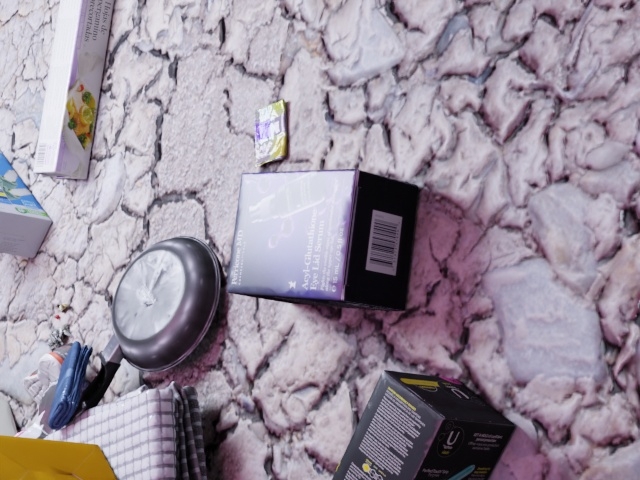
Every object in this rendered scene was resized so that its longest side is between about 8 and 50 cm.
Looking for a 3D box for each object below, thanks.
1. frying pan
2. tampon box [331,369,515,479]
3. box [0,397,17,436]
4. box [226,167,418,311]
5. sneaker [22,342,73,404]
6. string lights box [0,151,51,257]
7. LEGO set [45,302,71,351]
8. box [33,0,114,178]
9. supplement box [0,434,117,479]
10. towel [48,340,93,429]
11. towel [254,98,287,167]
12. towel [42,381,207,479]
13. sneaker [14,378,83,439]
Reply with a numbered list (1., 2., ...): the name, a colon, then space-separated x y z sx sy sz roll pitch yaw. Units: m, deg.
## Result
1. frying pan: -0.266 0.112 1.802 0.326 0.053 0.197 -32 52 25
2. tampon box: 0.102 0.231 1.368 0.101 0.120 0.161 37 107 44
3. box: -0.580 0.351 2.002 0.232 0.127 0.148 -54 32 11
4. box: 0.000 0.000 1.538 0.207 0.108 0.153 0 81 46
5. sneaker: -0.393 0.200 1.948 0.061 0.065 0.158 48 142 0
6. string lights box: -0.553 -0.079 2.113 0.259 0.133 0.076 46 114 41
7. LEGO set: -0.402 0.135 1.985 0.054 0.023 0.083 -28 62 39
8. box: -0.380 -0.255 2.025 0.067 0.063 0.323 1 82 45
9. supplement box: -0.372 0.358 1.608 0.194 0.191 0.129 -60 43 19
10. towel: -0.341 0.198 1.780 0.067 0.029 0.119 -55 21 35
11. towel: -0.066 -0.140 1.710 0.060 0.009 0.083 -12 73 45
12. towel: -0.248 0.331 1.715 0.284 0.121 0.235 -29 59 40
13. sneaker: -0.390 0.290 1.879 0.072 0.077 0.178 31 77 21
